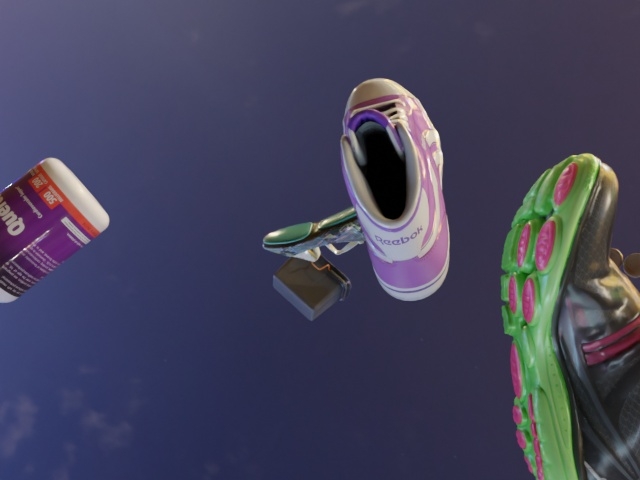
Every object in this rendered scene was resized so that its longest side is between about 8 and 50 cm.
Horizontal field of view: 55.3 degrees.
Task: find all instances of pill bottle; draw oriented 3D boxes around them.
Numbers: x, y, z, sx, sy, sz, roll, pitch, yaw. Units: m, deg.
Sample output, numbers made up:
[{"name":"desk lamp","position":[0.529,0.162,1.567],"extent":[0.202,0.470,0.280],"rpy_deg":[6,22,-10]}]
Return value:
[{"name":"pill bottle","position":[-0.597,-0.004,1.207],"extent":[0.323,0.181,0.181],"rpy_deg":[-41,-135,-13]}]

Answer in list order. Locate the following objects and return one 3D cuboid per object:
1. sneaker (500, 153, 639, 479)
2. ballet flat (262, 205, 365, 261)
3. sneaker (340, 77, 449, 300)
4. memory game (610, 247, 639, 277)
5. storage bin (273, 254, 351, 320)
[{"name":"sneaker","position":[0.365,0.121,0.822],"extent":[0.202,0.482,0.185],"rpy_deg":[-7,-168,-1]},{"name":"ballet flat","position":[0.000,0.000,0.941],"extent":[0.188,0.070,0.070],"rpy_deg":[-16,-126,25]},{"name":"sneaker","position":[0.067,-0.100,0.599],"extent":[0.102,0.161,0.282],"rpy_deg":[-17,-128,10]},{"name":"memory game","position":[0.438,0.102,0.925],"extent":[0.186,0.012,0.186],"rpy_deg":[-17,-114,43]},{"name":"storage bin","position":[-0.022,0.080,1.156],"extent":[0.135,0.098,0.091],"rpy_deg":[40,-116,15]}]
